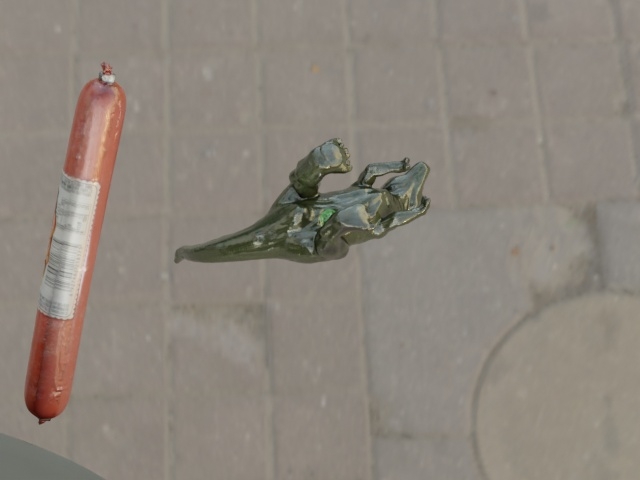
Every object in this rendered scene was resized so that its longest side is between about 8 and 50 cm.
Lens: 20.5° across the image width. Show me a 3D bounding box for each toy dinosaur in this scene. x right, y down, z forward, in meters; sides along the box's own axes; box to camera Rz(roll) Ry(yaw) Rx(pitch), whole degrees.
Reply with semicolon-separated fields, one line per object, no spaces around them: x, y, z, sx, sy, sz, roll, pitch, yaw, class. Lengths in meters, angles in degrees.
0.000;0.000;1.390;0.187;0.179;0.087;-1;59;-33;toy dinosaur

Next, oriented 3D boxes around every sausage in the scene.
-0.154;0.008;1.103;0.034;0.253;0.034;13;22;-5;sausage

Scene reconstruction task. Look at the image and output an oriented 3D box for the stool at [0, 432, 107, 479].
-0.276;0.288;1.101;0.297;0.297;0.330;19;91;6;stool
